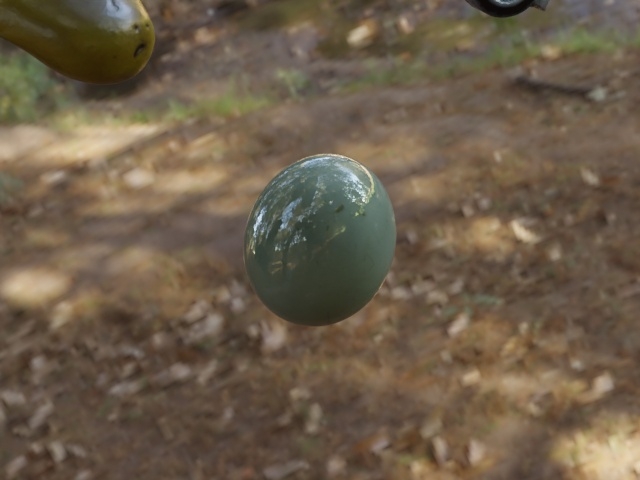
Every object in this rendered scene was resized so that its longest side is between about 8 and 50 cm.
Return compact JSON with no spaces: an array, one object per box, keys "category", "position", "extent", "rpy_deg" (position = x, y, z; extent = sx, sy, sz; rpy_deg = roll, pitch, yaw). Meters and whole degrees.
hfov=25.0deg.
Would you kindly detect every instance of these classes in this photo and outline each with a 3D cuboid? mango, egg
[{"category":"mango","position":[-0.227,-0.196,1.289],"extent":[0.076,0.161,0.103],"rpy_deg":[128,155,-61]},{"category":"egg","position":[0.000,0.000,1.429],"extent":[0.149,0.192,0.149],"rpy_deg":[12,40,-11]}]

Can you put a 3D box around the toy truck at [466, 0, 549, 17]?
[{"category":"toy truck","position":[0.028,-0.293,0.927],"extent":[0.178,0.363,0.176],"rpy_deg":[-55,30,7]}]
